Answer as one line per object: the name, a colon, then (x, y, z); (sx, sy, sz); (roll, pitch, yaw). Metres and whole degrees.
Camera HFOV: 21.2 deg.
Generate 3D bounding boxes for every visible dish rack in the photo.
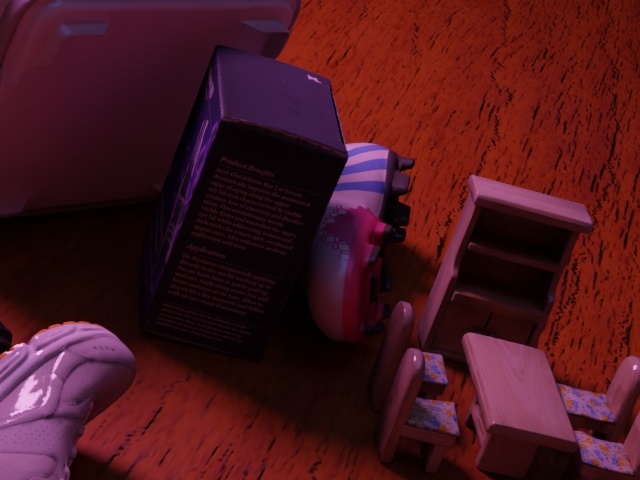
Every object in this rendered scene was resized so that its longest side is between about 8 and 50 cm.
dish rack: (-0.170, -0.123, 1.457); (0.333, 0.285, 0.072); (-8, 50, -44)

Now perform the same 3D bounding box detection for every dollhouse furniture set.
dollhouse furniture set: (0.163, 0.078, 1.406); (0.212, 0.161, 0.242); (14, 25, -11)

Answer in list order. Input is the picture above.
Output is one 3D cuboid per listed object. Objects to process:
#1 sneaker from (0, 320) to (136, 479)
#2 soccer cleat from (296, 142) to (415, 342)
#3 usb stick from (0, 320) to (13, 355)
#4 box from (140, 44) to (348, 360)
sneaker: (-0.195, 0.148, 1.109); (0.121, 0.099, 0.262); (37, 38, 17)
soccer cleat: (0.000, 0.000, 1.538); (0.143, 0.116, 0.331); (5, 22, 7)
usb stick: (-0.331, 0.015, 1.324); (0.077, 0.045, 0.278); (3, 29, -46)
box: (-0.067, -0.032, 1.409); (0.108, 0.207, 0.153); (16, 25, -14)
